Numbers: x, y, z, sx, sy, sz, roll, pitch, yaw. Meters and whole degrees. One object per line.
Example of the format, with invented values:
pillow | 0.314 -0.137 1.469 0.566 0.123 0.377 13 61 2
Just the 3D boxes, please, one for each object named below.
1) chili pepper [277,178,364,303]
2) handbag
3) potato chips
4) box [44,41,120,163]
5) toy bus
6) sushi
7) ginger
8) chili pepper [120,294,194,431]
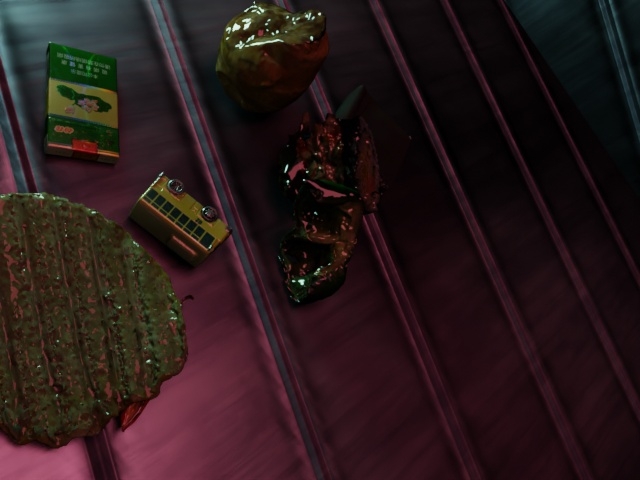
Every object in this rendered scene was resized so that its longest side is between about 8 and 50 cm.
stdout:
chili pepper | -0.002 0.001 1.272 0.148 0.116 0.264 8 104 -14
handbag | 0.120 -0.258 1.572 0.223 0.080 0.247 45 46 -18
potato chips | -0.415 0.103 0.980 0.358 0.070 0.429 -11 70 -30
box | -0.458 -0.265 1.172 0.132 0.034 0.235 7 64 -34
toy bus | -0.266 -0.033 1.160 0.175 0.088 0.101 40 51 -10
sushi | 0.020 -0.159 1.378 0.238 0.219 0.225 -88 164 -47
ginger | -0.105 -0.391 1.361 0.269 0.223 0.200 25 54 25
chili pepper | -0.281 0.206 1.047 0.059 0.050 0.268 19 56 -3
